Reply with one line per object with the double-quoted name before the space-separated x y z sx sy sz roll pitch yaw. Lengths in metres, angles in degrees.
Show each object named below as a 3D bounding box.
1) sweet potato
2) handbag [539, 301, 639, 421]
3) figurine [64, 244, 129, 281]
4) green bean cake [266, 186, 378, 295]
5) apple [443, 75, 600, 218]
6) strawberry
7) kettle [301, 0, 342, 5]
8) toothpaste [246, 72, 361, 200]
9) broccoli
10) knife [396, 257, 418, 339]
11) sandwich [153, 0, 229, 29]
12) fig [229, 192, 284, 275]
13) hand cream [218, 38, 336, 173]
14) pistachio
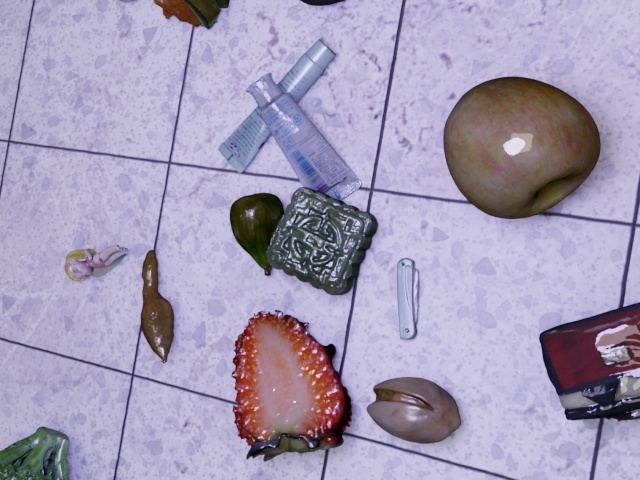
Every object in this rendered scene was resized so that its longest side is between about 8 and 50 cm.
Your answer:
"sweet potato" -0.370 0.153 1.594 0.074 0.075 0.269 -21 68 19
"handbag" 0.508 0.205 1.182 0.254 0.181 0.181 -21 76 22
"figurine" -0.531 0.042 1.670 0.187 0.083 0.083 -21 78 25
"green bean cake" 0.000 0.000 1.432 0.185 0.094 0.183 25 95 14
"apple" 0.343 -0.169 1.238 0.257 0.257 0.234 -31 61 17
"strawberry" -0.059 0.294 1.445 0.233 0.138 0.306 -10 56 2
"kettle" 0.029 -0.712 1.442 0.361 0.250 0.377 -22 79 -10
"toothpaste" -0.042 -0.206 1.471 0.114 0.073 0.299 -34 96 16
"broccoli" -0.680 0.542 1.621 0.269 0.261 0.242 0 56 59
"knife" 0.174 0.115 1.404 0.044 0.023 0.162 -3 84 18
"sandwich" -0.297 -0.554 1.563 0.160 0.185 0.109 19 85 19
"fig" -0.132 -0.014 1.504 0.117 0.117 0.177 1 108 22
"hand cream" -0.096 -0.291 1.525 0.331 0.058 0.085 -46 73 12
"pistachio" 0.174 0.321 1.345 0.185 0.124 0.124 7 88 38
